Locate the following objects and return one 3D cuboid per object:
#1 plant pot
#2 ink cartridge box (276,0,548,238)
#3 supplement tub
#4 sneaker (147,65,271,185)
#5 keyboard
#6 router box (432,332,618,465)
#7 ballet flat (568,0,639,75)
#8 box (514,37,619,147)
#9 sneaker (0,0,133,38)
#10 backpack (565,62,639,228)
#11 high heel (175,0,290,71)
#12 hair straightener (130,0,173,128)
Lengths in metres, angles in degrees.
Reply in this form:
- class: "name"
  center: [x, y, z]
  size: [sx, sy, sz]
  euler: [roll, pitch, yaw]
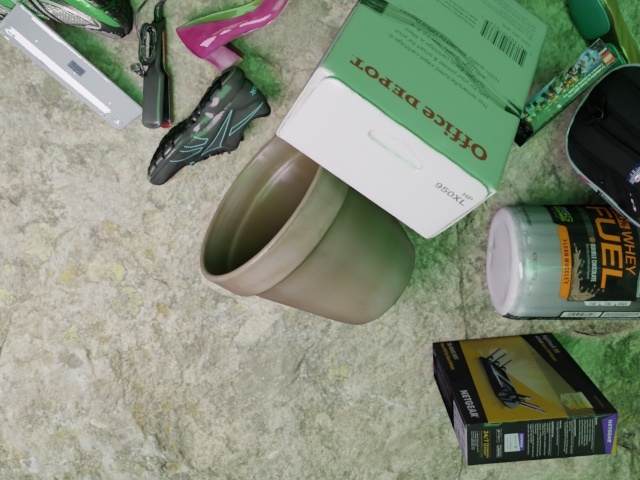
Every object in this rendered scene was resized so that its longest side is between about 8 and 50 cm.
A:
- class: "plant pot"
  center: [0.000, 0.000, 1.146]
  size: [0.280, 0.323, 0.323]
  euler: [37, 102, -27]
- class: "ink cartridge box"
  center: [0.151, -0.246, 1.012]
  size: [0.285, 0.395, 0.166]
  euler: [33, 145, -9]
- class: "supplement tub"
  center: [0.483, 0.039, 1.188]
  size: [0.338, 0.207, 0.207]
  euler: [0, 105, -1]
- class: "sneaker"
  center: [-0.201, -0.179, 1.178]
  size: [0.267, 0.101, 0.106]
  euler: [-41, 120, 20]
- class: "keyboard"
  center: [-0.419, -0.288, 1.136]
  size: [0.072, 0.014, 0.256]
  euler: [-32, 125, 25]
- class: "router box"
  center: [0.346, 0.271, 1.197]
  size: [0.243, 0.309, 0.081]
  euler: [-5, 106, 0]
- class: "ballet flat"
  center: [0.501, -0.360, 1.160]
  size: [0.073, 0.080, 0.232]
  euler: [-37, 107, -20]
- class: "box"
  center: [0.386, -0.233, 1.099]
  size: [0.159, 0.233, 0.044]
  euler: [-41, 84, 10]
- class: "sneaker"
  center: [-0.480, -0.412, 1.114]
  size: [0.343, 0.134, 0.146]
  euler: [19, 125, -7]
- class: "backpack"
  center: [0.541, -0.158, 1.082]
  size: [0.191, 0.253, 0.225]
  euler: [-7, 135, -42]
- class: "high heel"
  center: [-0.132, -0.402, 1.128]
  size: [0.117, 0.082, 0.244]
  euler: [37, 115, -20]
- class: "hair straightener"
  center: [-0.285, -0.305, 1.147]
  size: [0.047, 0.089, 0.230]
  euler: [11, 106, 12]
